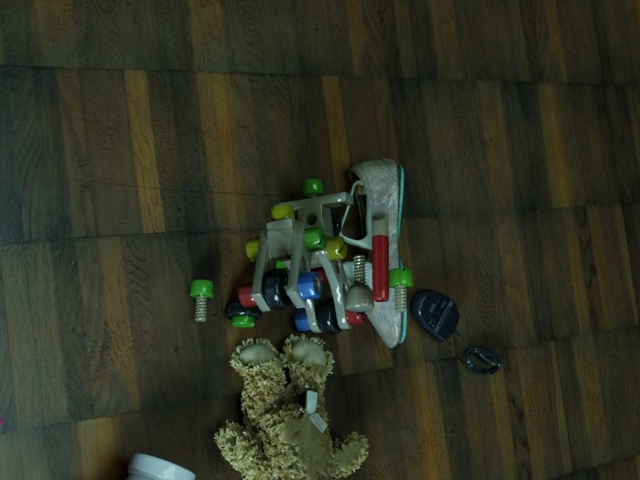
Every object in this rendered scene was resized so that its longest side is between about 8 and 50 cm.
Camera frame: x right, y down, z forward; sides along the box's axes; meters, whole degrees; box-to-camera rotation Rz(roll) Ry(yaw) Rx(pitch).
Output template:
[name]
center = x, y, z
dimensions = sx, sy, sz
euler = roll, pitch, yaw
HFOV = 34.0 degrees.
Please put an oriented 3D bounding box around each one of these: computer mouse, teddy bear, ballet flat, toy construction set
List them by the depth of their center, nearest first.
[toy construction set]
center = 0.000, 0.000, 1.549
dimensions = 0.257, 0.308, 0.237
euler = 15, 69, -40
[teddy bear]
center = -0.046, 0.305, 1.585
dimensions = 0.245, 0.113, 0.338
euler = -20, 86, -42
[ballet flat]
center = 0.080, 0.019, 1.720
dimensions = 0.106, 0.107, 0.316
euler = 3, 75, -14
[computer mouse]
center = 0.234, 0.163, 1.832
dimensions = 0.242, 0.041, 0.071
euler = 43, 70, -29

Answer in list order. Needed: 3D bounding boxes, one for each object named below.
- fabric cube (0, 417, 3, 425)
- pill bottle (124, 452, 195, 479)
[fabric cube]
center = -0.549, 0.258, 1.144
dimensions = 0.254, 0.259, 0.258
euler = 32, 68, -27
[pill bottle]
center = -0.253, 0.422, 1.385
dimensions = 0.146, 0.146, 0.264
euler = 30, 67, -27
